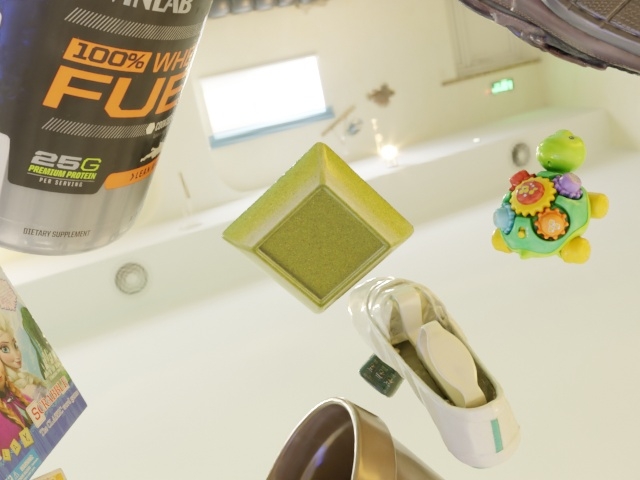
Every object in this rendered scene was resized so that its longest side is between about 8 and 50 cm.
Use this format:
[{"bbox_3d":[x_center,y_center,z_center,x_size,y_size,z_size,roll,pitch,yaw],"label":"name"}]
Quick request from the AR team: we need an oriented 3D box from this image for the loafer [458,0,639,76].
[{"bbox_3d":[0.177,-0.214,0.583,0.302,0.095,0.109,40,-106,21],"label":"loafer"}]

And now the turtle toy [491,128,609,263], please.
[{"bbox_3d":[0.207,-0.039,0.654,0.095,0.066,0.130,10,-116,44],"label":"turtle toy"}]

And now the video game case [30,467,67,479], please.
[{"bbox_3d":[-0.455,0.499,1.121,0.206,0.227,0.026,-12,155,-51],"label":"video game case"}]

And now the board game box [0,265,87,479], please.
[{"bbox_3d":[-0.544,0.226,1.181,0.066,0.318,0.318,-27,-169,7],"label":"board game box"}]

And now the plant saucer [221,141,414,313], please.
[{"bbox_3d":[0.000,0.000,0.932,0.188,0.188,0.045,-42,-156,16],"label":"plant saucer"}]

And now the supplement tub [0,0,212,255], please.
[{"bbox_3d":[-0.192,-0.162,0.539,0.194,0.316,0.193,19,-150,-12],"label":"supplement tub"}]

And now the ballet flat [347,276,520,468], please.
[{"bbox_3d":[0.152,0.142,1.027,0.139,0.139,0.400,-16,-142,-16],"label":"ballet flat"}]

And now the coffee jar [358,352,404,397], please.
[{"bbox_3d":[0.174,0.250,1.583,0.096,0.184,0.079,39,-176,20],"label":"coffee jar"}]

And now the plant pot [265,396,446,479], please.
[{"bbox_3d":[0.083,0.420,0.999,0.280,0.323,0.323,27,-174,-14],"label":"plant pot"}]
